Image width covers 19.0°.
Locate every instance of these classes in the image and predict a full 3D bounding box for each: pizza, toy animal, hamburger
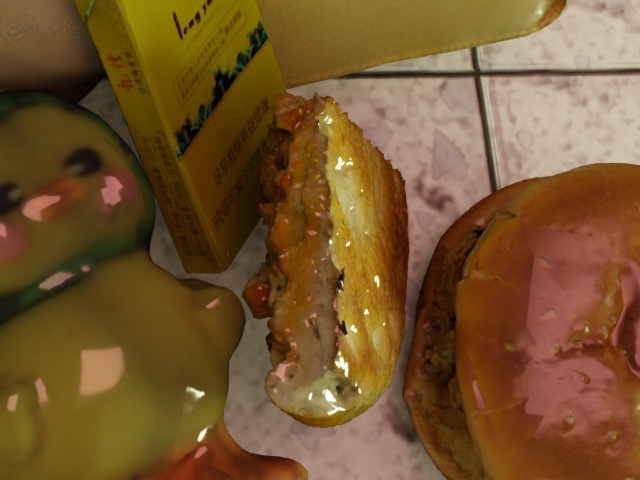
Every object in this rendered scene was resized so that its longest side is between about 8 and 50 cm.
[{"bbox_3d":[0.000,0.000,1.316,0.086,0.335,0.226,-10,113,16],"label":"pizza"},{"bbox_3d":[-0.172,0.067,1.270,0.216,0.191,0.338,-28,88,-33],"label":"toy animal"},{"bbox_3d":[0.227,0.089,1.437,0.314,0.170,0.290,5,81,-21],"label":"hamburger"}]

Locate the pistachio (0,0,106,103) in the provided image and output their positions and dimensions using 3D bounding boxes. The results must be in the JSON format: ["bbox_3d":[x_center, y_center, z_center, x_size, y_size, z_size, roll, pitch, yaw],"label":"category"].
[{"bbox_3d":[-0.253,-0.212,1.287,0.226,0.208,0.332,-51,129,-4],"label":"pistachio"}]

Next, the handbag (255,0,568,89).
[{"bbox_3d":[0.042,-0.318,1.379,0.283,0.401,0.133,-16,38,-21],"label":"handbag"}]

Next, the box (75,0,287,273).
[{"bbox_3d":[-0.089,-0.131,1.310,0.153,0.041,0.279,-58,139,-43],"label":"box"}]
